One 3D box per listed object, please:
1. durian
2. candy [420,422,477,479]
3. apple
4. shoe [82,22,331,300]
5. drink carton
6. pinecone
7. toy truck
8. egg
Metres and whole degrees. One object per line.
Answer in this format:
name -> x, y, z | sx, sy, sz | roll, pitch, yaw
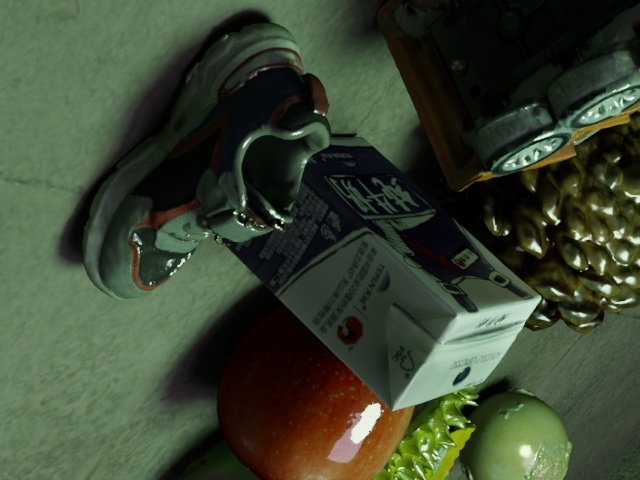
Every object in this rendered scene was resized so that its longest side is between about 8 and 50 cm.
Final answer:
durian -> 0.027, 0.203, 1.296 | 0.355, 0.169, 0.157 | -32, 154, -26
candy -> 0.062, 0.314, 1.625 | 0.297, 0.081, 0.187 | 2, 127, -42
apple -> -0.002, 0.139, 1.155 | 0.181, 0.181, 0.168 | 0, 125, -56
shoe -> -0.063, -0.032, 0.880 | 0.227, 0.125, 0.099 | -54, 156, 14
drink carton -> 0.043, 0.020, 0.998 | 0.134, 0.222, 0.102 | -4, 132, -54
pinecone -> 0.208, -0.022, 1.186 | 0.257, 0.243, 0.243 | -34, 161, 27
toy truck -> 0.242, -0.194, 0.887 | 0.207, 0.173, 0.387 | -7, 160, -46
egg -> 0.277, 0.299, 1.826 | 0.164, 0.164, 0.201 | -42, 153, -8
